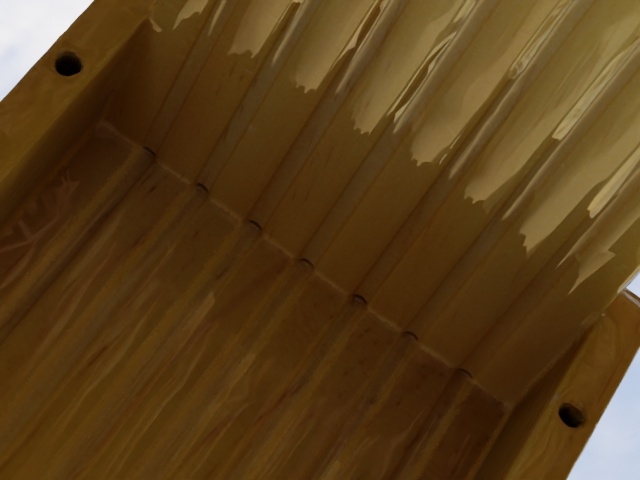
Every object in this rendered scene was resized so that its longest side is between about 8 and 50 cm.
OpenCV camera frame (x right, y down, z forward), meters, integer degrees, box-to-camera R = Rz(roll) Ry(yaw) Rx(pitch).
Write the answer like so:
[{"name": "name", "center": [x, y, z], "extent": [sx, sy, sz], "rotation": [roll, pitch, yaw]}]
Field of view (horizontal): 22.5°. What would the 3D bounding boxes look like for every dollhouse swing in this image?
[{"name": "dollhouse swing", "center": [0.000, 0.000, 0.788], "extent": [0.347, 0.305, 0.315], "rotation": [36, -121, 0]}]
